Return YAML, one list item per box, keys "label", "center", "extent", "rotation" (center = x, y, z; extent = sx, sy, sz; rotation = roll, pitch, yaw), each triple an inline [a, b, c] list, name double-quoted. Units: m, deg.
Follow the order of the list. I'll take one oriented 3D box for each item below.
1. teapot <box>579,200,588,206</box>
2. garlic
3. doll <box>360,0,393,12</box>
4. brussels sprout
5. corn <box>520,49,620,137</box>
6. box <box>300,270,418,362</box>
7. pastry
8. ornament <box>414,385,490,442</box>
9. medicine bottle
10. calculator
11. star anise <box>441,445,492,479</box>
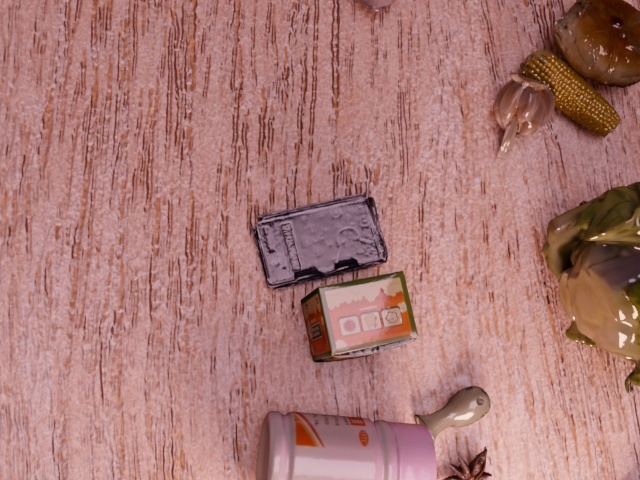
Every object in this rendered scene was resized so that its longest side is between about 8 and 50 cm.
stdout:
- label: "teapot"
  center: [0.635, -0.049, 1.905]
  extent: [0.121, 0.068, 0.076]
  rotation: [40, 74, -2]
- label: "garlic"
  center: [0.451, -0.276, 1.900]
  extent: [0.131, 0.127, 0.194]
  rotation: [14, 103, 16]
- label: "doll"
  center: [0.126, -0.653, 1.889]
  extent: [0.151, 0.151, 0.287]
  rotation: [0, 82, -12]
- label: "brussels sprout"
  center: [0.709, 0.079, 1.757]
  extent: [0.361, 0.342, 0.425]
  rotation: [-21, 86, -18]
- label: "corn"
  center: [0.573, -0.338, 1.940]
  extent: [0.260, 0.091, 0.091]
  rotation: [41, 39, -1]
- label: "box"
  center: [0.073, 0.159, 1.683]
  extent: [0.178, 0.195, 0.148]
  rotation: [-11, 81, -14]
- label: "pastry"
  center: [0.666, -0.466, 1.945]
  extent: [0.236, 0.121, 0.257]
  rotation: [40, 55, 7]
- label: "ornament"
  center: [0.280, 0.359, 1.752]
  extent: [0.156, 0.081, 0.075]
  rotation: [-26, 48, -14]
- label: "medicine bottle"
  center: [0.043, 0.438, 1.617]
  extent: [0.316, 0.202, 0.202]
  rotation: [8, 77, -10]
- label: "calculator"
  center: [0.000, 0.000, 1.787]
  extent: [0.274, 0.028, 0.165]
  rotation: [-13, 82, -14]
- label: "star anise"
  center: [0.292, 0.490, 1.734]
  extent: [0.129, 0.056, 0.124]
  rotation: [-14, 102, -11]
